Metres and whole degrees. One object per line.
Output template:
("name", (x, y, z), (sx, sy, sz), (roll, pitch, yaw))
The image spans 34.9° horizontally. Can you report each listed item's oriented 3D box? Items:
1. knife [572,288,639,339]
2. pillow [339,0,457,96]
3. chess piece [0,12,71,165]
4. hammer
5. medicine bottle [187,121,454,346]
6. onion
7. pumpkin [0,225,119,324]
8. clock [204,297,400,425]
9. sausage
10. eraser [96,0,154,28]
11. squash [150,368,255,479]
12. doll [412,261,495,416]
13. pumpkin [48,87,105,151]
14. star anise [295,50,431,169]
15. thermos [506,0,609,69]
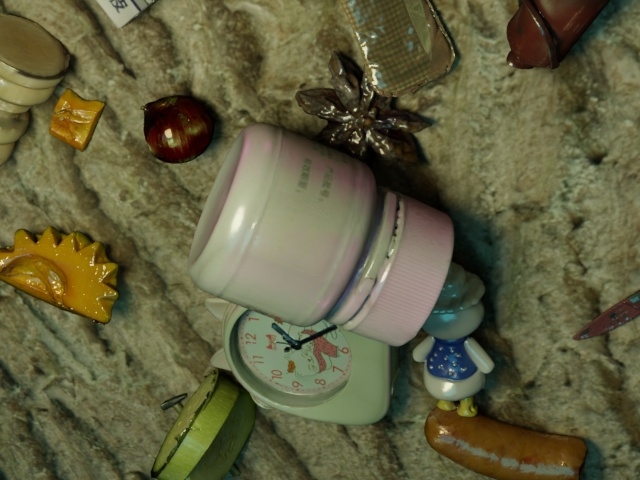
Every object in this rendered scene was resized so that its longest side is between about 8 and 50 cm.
("knife", (0.487, 0.093, 1.553), (0.035, 0.018, 0.247), (43, 123, -12))
("pillow", (0.101, -0.310, 1.417), (0.135, 0.034, 0.211), (-28, 105, -5))
("chess piece", (-0.511, -0.215, 1.616), (0.143, 0.142, 0.261), (36, 125, -4))
("hammer", (-0.214, 0.366, 1.900), (0.062, 0.013, 0.199), (-32, 105, 27))
("medicine bottle", (0.000, 0.000, 1.443), (0.325, 0.256, 0.256), (21, 122, -15))
("onion", (-0.218, -0.173, 1.559), (0.119, 0.117, 0.118), (-3, 134, -3))
("pumpkin", (-0.439, 0.054, 1.768), (0.254, 0.149, 0.130), (21, 78, 10))
("clock", (-0.031, 0.162, 1.685), (0.324, 0.108, 0.265), (7, 120, 14))
("sausage", (0.304, 0.344, 1.691), (0.271, 0.109, 0.109), (16, 120, 7))
("eraser", (-0.308, -0.429, 1.476), (0.124, 0.068, 0.210), (-30, 105, 30))
("squash", (-0.195, 0.340, 1.761), (0.133, 0.220, 0.220), (32, 121, 0))
("doll", (0.207, 0.154, 1.615), (0.138, 0.119, 0.293), (8, 125, 30))
("pumpkin", (-0.399, -0.192, 1.647), (0.073, 0.035, 0.101), (26, 119, -1))
("star anise", (0.051, -0.174, 1.504), (0.197, 0.073, 0.212), (-27, 105, 24))
("thermos", (0.309, -0.295, 1.326), (0.099, 0.124, 0.232), (65, 160, 16))
